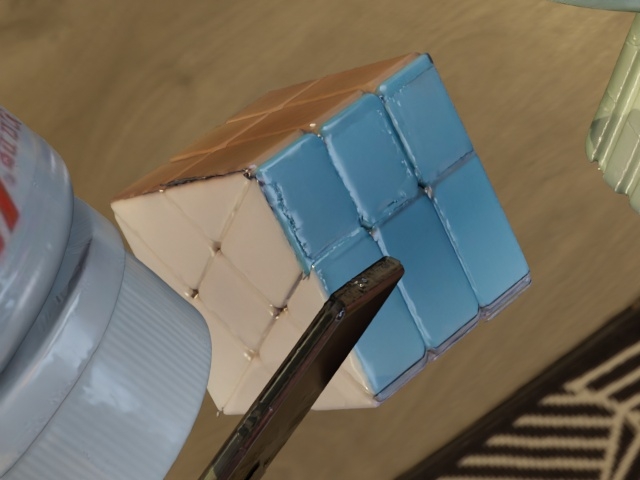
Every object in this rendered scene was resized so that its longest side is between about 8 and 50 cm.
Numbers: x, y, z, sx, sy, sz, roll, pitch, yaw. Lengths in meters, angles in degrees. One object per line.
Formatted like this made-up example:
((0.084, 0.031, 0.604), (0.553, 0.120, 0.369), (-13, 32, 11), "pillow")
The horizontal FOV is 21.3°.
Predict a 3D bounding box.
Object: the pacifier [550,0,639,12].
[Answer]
((0.181, -0.251, 0.860), (0.288, 0.343, 0.269), (50, 120, 27), "pacifier")

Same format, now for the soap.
((0.359, -0.141, 1.648), (0.150, 0.094, 0.261), (50, 148, 25), "soap")

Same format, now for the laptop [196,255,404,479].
((-0.022, 0.106, 1.193), (0.026, 0.154, 0.207), (38, 111, 10), "laptop")

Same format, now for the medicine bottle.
((-0.235, 0.033, 0.944), (0.245, 0.245, 0.306), (-28, 125, 35), "medicine bottle")

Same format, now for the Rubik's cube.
((0.000, 0.000, 1.443), (0.221, 0.224, 0.231), (-9, 113, 50), "Rubik's cube")
